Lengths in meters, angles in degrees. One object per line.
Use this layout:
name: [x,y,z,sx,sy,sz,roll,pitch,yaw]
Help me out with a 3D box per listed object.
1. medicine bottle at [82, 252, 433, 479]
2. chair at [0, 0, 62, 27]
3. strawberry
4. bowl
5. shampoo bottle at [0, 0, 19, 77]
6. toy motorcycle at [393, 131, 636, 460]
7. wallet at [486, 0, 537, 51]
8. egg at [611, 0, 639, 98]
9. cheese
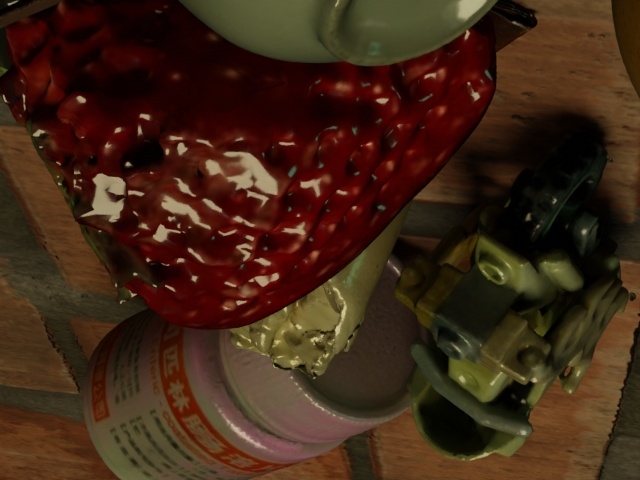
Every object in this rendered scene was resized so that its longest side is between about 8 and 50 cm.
medicine bottle: [-0.069,0.134,2.045,0.219,0.219,0.388,24,153,-27]
chair: [-0.159,-0.266,1.251,0.183,0.176,0.326,39,155,-31]
strawberry: [-0.043,-0.110,1.481,0.345,0.295,0.317,-27,122,-2]
bowl: [0.032,-0.202,1.217,0.289,0.146,0.289,-21,151,-12]
shampoo bottle: [-0.224,-0.167,1.597,0.101,0.101,0.284,4,154,13]
toy motorcycle: [0.175,0.064,1.808,0.168,0.237,0.410,32,159,17]
wallet: [0.084,-0.157,1.589,0.095,0.026,0.176,21,151,-24]
egg: [0.315,-0.146,1.254,0.250,0.250,0.322,1,156,20]
cheese: [0.000,0.000,1.732,0.127,0.233,0.266,22,153,0]
